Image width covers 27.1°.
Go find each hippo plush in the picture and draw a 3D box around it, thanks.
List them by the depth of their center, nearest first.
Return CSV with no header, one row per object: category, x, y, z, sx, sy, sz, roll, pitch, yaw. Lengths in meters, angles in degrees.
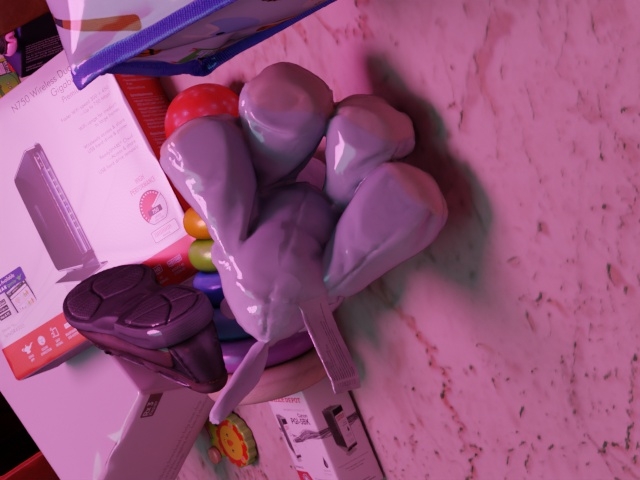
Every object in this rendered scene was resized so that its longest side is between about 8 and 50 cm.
hippo plush,0.000,0.000,1.216,0.236,0.234,0.294,55,-159,-80

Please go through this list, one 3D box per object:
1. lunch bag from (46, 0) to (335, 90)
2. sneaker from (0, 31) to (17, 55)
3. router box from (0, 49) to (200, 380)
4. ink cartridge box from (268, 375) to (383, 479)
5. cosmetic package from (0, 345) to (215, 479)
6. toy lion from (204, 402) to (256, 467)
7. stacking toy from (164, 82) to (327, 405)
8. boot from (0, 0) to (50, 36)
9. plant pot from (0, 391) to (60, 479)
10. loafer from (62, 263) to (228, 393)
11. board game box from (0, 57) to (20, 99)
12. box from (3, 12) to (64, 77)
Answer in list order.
lunch bag,-0.053,-0.327,0.939,0.385,0.239,0.328,-21,92,30
sneaker,-0.401,-0.270,1.568,0.047,0.057,0.119,15,124,55
router box,-0.294,-0.038,1.577,0.335,0.082,0.301,-31,84,29
ink cartridge box,0.001,0.212,1.469,0.099,0.056,0.135,-13,101,62
cosmetic package,-0.319,0.146,1.784,0.385,0.156,0.217,47,122,29
toy lion,-0.123,0.251,1.738,0.096,0.034,0.100,-24,90,54
stacking toy,-0.090,-0.001,1.392,0.141,0.141,0.330,3,110,58
boot,-0.239,-0.344,1.209,0.096,0.280,0.264,7,118,57
plant pot,-0.410,0.265,2.014,0.267,0.267,0.236,44,157,34
loafer,-0.185,0.095,1.381,0.302,0.109,0.095,12,131,62
board game box,-0.451,-0.169,1.947,0.092,0.043,0.181,-15,99,61
box,-0.394,-0.360,1.650,0.261,0.103,0.184,48,145,28
